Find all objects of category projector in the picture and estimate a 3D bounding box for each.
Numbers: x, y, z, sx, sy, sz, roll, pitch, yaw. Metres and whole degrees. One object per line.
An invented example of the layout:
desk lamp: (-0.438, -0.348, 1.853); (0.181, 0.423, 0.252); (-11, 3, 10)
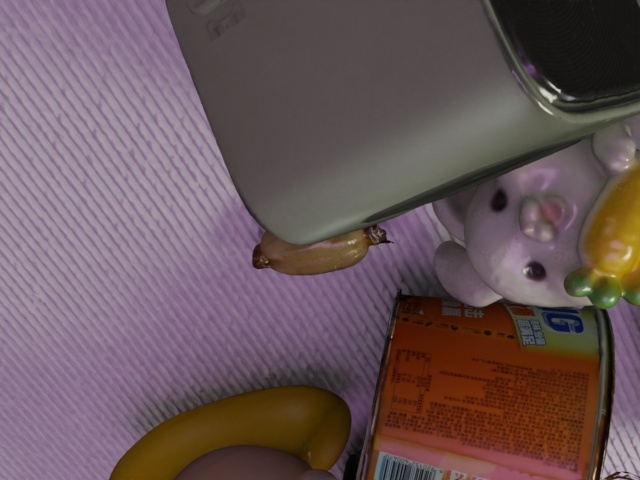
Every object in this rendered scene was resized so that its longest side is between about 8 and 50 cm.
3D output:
projector: (0.072, -0.159, 0.703); (0.249, 0.248, 0.249); (-23, 87, 41)

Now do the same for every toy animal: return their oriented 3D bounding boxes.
toy animal: (0.245, -0.042, 0.858); (0.310, 0.247, 0.183); (-31, 100, 3)
toy animal: (-0.055, 0.319, 1.054); (0.277, 0.345, 0.247); (-29, 110, -18)

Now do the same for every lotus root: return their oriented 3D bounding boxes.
lotus root: (0.000, 0.000, 0.985); (0.150, 0.062, 0.073); (-11, 129, 9)

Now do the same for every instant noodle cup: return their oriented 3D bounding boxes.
instant noodle cup: (0.159, 0.183, 0.983); (0.213, 0.296, 0.297); (12, 123, 5)

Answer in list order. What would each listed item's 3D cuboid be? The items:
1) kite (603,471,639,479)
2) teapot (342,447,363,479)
kite: (0.414, 0.279, 1.000); (0.229, 0.016, 0.127); (9, 166, 34)
teapot: (0.142, 0.340, 1.152); (0.225, 0.171, 0.203); (5, 155, -9)
